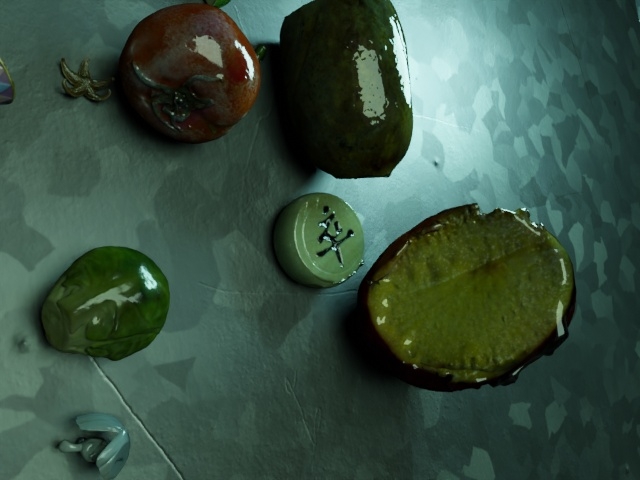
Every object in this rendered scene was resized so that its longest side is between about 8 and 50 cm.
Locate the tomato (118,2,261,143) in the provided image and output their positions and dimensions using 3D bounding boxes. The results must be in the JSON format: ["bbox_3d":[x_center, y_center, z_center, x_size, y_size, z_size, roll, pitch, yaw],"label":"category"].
[{"bbox_3d":[-0.210,-0.282,1.120,0.232,0.232,0.188,35,35,-29],"label":"tomato"}]

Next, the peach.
[{"bbox_3d":[0.283,0.109,1.314,0.353,0.417,0.338,-16,85,-40],"label":"peach"}]

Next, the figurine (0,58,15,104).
[{"bbox_3d":[-0.532,-0.159,0.873,0.263,0.142,0.189,-47,133,-36],"label":"figurine"}]

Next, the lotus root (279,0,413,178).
[{"bbox_3d":[0.057,-0.286,1.330,0.251,0.251,0.345,-9,90,-41],"label":"lotus root"}]

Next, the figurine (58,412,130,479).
[{"bbox_3d":[-0.322,0.295,0.992,0.094,0.086,0.082,52,57,-73],"label":"figurine"}]

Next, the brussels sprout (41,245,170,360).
[{"bbox_3d":[-0.313,0.090,1.002,0.181,0.144,0.161,-2,117,-52],"label":"brussels sprout"}]

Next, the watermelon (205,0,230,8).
[{"bbox_3d":[-0.199,-0.503,1.276,0.094,0.125,0.135,18,87,-5],"label":"watermelon"}]

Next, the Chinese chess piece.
[{"bbox_3d":[0.000,0.000,1.315,0.189,0.083,0.188,7,78,-37],"label":"Chinese chess piece"}]

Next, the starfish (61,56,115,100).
[{"bbox_3d":[-0.380,-0.257,1.091,0.091,0.028,0.078,40,52,-23],"label":"starfish"}]

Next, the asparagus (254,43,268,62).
[{"bbox_3d":[-0.147,-0.311,1.290,0.030,0.036,0.165,54,50,-37],"label":"asparagus"}]
